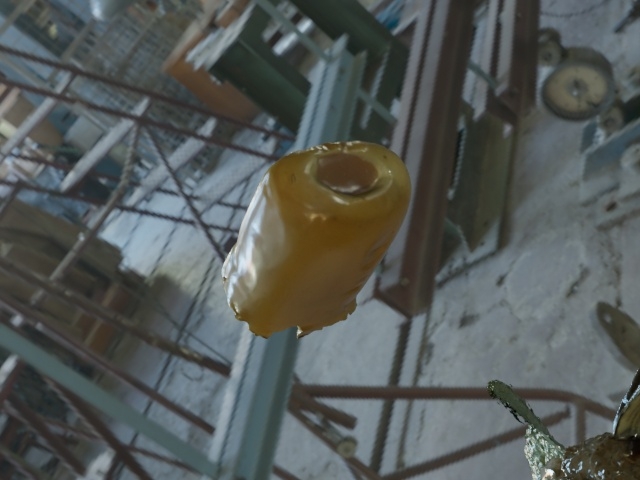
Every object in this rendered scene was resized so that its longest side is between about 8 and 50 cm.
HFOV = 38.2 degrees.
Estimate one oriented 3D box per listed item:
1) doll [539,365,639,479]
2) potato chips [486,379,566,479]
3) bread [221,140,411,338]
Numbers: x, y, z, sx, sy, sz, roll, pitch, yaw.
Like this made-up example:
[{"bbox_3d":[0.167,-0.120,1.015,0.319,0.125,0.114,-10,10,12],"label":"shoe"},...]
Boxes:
[{"bbox_3d":[0.142,0.144,0.412,0.105,0.115,0.221,163,114,-77],"label":"doll"},{"bbox_3d":[0.247,0.229,0.911,0.059,0.228,0.167,-36,21,-22],"label":"potato chips"},{"bbox_3d":[0.000,0.001,0.771,0.085,0.134,0.173,65,146,32],"label":"bread"}]
